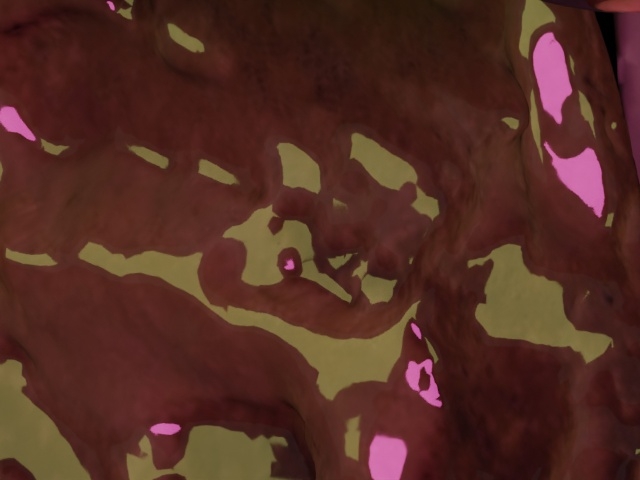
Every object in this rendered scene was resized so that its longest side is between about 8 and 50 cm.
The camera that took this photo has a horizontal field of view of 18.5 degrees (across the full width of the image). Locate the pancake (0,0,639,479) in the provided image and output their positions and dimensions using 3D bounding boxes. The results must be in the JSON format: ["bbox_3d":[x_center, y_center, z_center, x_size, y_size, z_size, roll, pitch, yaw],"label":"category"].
[{"bbox_3d":[0.000,0.000,0.544,0.294,0.049,0.294,8,79,-42],"label":"pancake"}]

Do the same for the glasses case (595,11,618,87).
[{"bbox_3d":[0.099,-0.059,0.769,0.425,0.098,0.156,-45,136,-42],"label":"glasses case"}]

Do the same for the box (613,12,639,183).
[{"bbox_3d":[0.205,-0.159,0.723,0.373,0.090,0.367,-44,136,-42],"label":"box"}]

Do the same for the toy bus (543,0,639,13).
[{"bbox_3d":[0.016,-0.181,0.401,0.232,0.194,0.288,-16,116,-36],"label":"toy bus"}]
